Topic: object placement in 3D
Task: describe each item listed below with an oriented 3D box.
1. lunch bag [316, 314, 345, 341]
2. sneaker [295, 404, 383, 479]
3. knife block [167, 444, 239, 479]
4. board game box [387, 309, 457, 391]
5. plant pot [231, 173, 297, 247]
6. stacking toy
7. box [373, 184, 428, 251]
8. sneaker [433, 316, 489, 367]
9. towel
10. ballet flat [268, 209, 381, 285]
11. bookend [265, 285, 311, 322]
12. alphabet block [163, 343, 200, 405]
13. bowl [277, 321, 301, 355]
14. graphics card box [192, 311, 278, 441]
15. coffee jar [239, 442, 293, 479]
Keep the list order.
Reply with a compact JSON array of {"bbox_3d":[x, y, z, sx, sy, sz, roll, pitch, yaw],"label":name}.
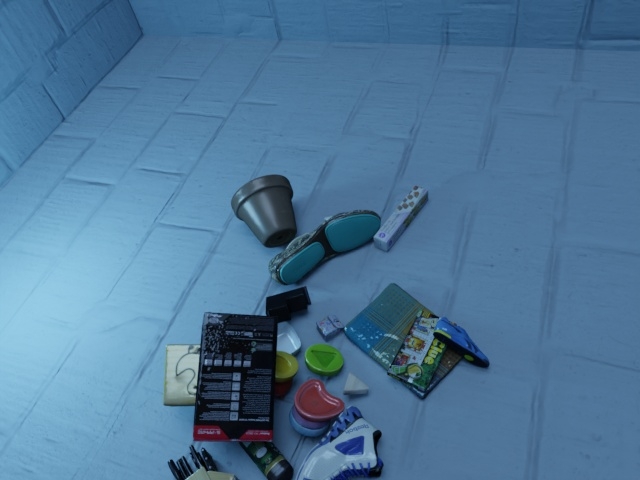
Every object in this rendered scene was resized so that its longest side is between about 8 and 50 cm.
[{"bbox_3d":[0.036,0.303,1.958,0.083,0.053,0.071,-23,50,-20],"label":"lunch bag"},{"bbox_3d":[0.077,0.645,1.605,0.182,0.127,0.315,24,57,32],"label":"sneaker"},{"bbox_3d":[-0.368,0.756,1.637,0.242,0.088,0.275,1,51,14],"label":"knife block"},{"bbox_3d":[0.335,0.356,1.816,0.136,0.030,0.259,21,58,22],"label":"board game box"},{"bbox_3d":[-0.202,-0.103,2.255,0.263,0.263,0.229,-24,67,-8],"label":"plant pot"},{"bbox_3d":[-0.025,0.486,1.803,0.279,0.130,0.309,-11,38,-35],"label":"stacking toy"},{"bbox_3d":[0.327,-0.092,2.221,0.063,0.067,0.324,25,58,30],"label":"box"},{"bbox_3d":[0.463,0.324,1.781,0.209,0.069,0.082,36,60,3],"label":"sneaker"},{"bbox_3d":[0.292,0.332,1.886,0.271,0.040,0.370,-40,55,-19],"label":"towel"},{"bbox_3d":[0.000,0.000,2.173,0.483,0.164,0.182,-31,30,-12],"label":"ballet flat"},{"bbox_3d":[-0.112,0.239,1.983,0.157,0.072,0.156,-16,14,-1],"label":"bookend"},{"bbox_3d":[-0.390,0.436,1.788,0.197,0.193,0.192,0,71,-7],"label":"alphabet block"},{"bbox_3d":[-0.145,0.366,1.943,0.142,0.053,0.142,-29,50,-11],"label":"bowl"},{"bbox_3d":[-0.252,0.408,1.666,0.233,0.094,0.371,4,72,-10],"label":"graphics card box"},{"bbox_3d":[-0.162,0.653,1.672,0.079,0.096,0.184,-40,54,-17],"label":"coffee jar"}]
